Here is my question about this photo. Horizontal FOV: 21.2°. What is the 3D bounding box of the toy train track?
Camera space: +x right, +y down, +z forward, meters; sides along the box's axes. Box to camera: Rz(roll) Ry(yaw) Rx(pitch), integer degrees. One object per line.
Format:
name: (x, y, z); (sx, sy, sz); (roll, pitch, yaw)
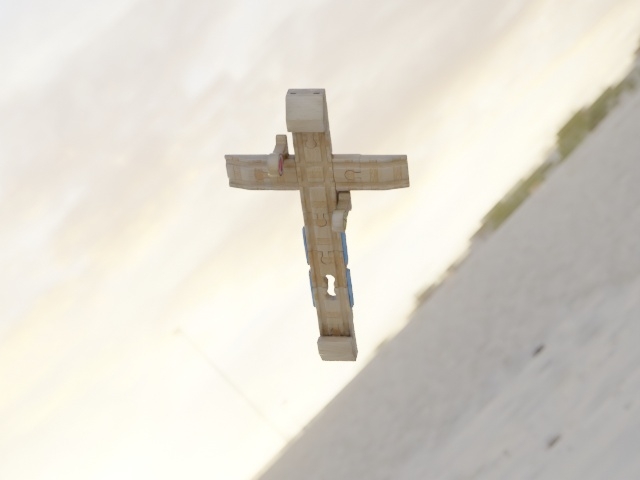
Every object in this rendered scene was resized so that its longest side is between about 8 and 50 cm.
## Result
toy train track: (0.000, 0.000, 0.444); (0.014, 0.048, 0.083); (-73, -21, -54)
